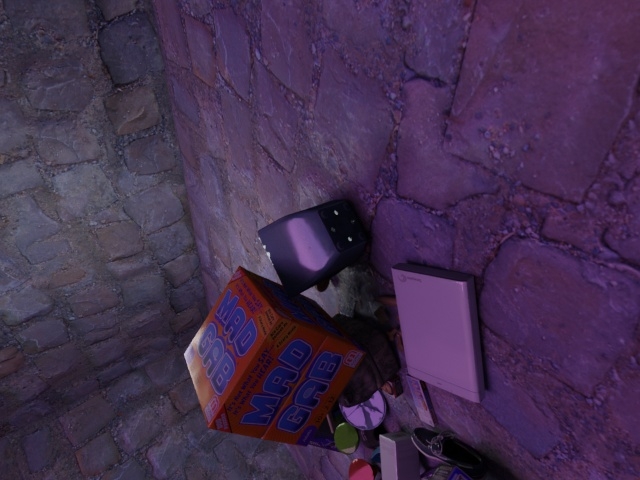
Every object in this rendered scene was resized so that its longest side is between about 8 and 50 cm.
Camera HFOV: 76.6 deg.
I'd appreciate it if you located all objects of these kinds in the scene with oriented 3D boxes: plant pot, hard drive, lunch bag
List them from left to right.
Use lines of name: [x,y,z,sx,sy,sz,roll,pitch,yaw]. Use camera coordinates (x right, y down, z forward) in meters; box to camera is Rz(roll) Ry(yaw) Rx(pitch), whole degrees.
plant pot: [0.000,0.000,1.304,0.252,0.247,0.247,-32,83,46]
lunch bag: [0.080,0.428,1.438,0.305,0.256,0.212,14,132,55]
hard drive: [0.317,0.245,1.103,0.233,0.047,0.352,8,116,49]

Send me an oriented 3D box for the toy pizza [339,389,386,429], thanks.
toy pizza: [0.168,0.651,1.623,0.202,0.032,0.201,-2,85,27]

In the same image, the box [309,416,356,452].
box: [0.029,0.903,1.918,0.262,0.103,0.184,11,131,6]

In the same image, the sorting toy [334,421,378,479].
sorting toy: [0.155,0.885,1.773,0.127,0.126,0.365,-43,52,21]

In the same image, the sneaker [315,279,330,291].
sneaker: [-0.017,0.109,1.585,0.084,0.070,0.185,14,118,65]

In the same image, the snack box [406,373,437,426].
snack box: [0.337,0.530,1.349,0.064,0.022,0.178,-1,110,60]

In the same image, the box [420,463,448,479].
box: [0.474,0.926,1.386,0.293,0.057,0.200,52,148,24]

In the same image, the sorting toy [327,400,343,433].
sorting toy: [0.080,0.677,1.728,0.038,0.208,0.192,-4,110,32]

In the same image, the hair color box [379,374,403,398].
hair color box: [0.233,0.513,1.488,0.141,0.043,0.071,9,118,56]

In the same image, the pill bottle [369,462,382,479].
pill bottle: [0.256,1.141,1.847,0.216,0.121,0.121,55,150,20]

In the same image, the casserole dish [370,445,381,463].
casserole dish: [0.271,0.869,1.649,0.188,0.114,0.036,104,177,-50]

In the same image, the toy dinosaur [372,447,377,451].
toy dinosaur: [0.200,0.858,1.785,0.211,0.064,0.112,57,151,16]

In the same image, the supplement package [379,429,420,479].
supplement package: [0.292,0.813,1.493,0.105,0.105,0.179,-20,70,62]

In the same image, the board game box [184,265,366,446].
board game box: [-0.155,0.359,1.290,0.356,0.356,0.356,30,-178,-34]

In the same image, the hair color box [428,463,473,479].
hair color box: [0.465,0.780,1.114,0.339,0.110,0.185,38,159,18]

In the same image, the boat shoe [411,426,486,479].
boat shoe: [0.395,0.654,1.274,0.255,0.095,0.079,19,129,51]

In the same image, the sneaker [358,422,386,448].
sneaker: [0.189,0.724,1.685,0.286,0.109,0.130,57,141,2]

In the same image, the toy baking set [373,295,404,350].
toy baking set: [0.263,0.262,1.269,0.256,0.030,0.196,-13,103,61]
